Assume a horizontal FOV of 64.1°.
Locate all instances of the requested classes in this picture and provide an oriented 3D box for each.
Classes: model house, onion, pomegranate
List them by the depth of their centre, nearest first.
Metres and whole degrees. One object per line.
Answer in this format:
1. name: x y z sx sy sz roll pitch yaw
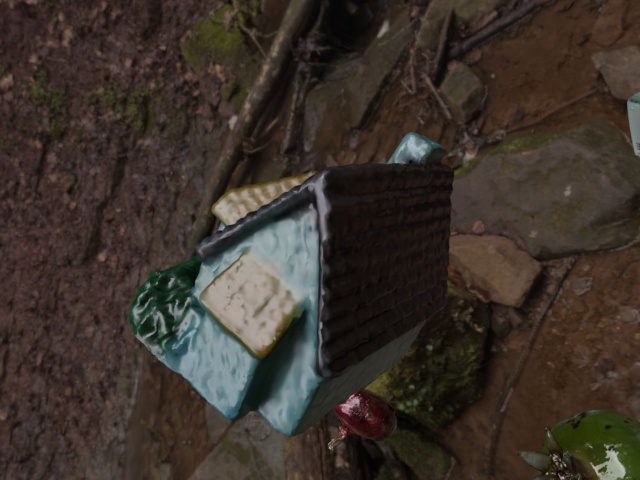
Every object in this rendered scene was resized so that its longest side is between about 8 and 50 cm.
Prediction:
1. model house: 0.000 0.000 0.502 0.230 0.281 0.248 34 114 24
2. pomegranate: 0.375 0.322 0.702 0.181 0.224 0.181 -37 47 54
3. onion: 0.069 0.362 1.011 0.140 0.150 0.150 -55 25 -20

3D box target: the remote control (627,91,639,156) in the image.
1. remote control: 0.703 -0.167 0.905 0.050 0.145 0.344 -34 33 -2
